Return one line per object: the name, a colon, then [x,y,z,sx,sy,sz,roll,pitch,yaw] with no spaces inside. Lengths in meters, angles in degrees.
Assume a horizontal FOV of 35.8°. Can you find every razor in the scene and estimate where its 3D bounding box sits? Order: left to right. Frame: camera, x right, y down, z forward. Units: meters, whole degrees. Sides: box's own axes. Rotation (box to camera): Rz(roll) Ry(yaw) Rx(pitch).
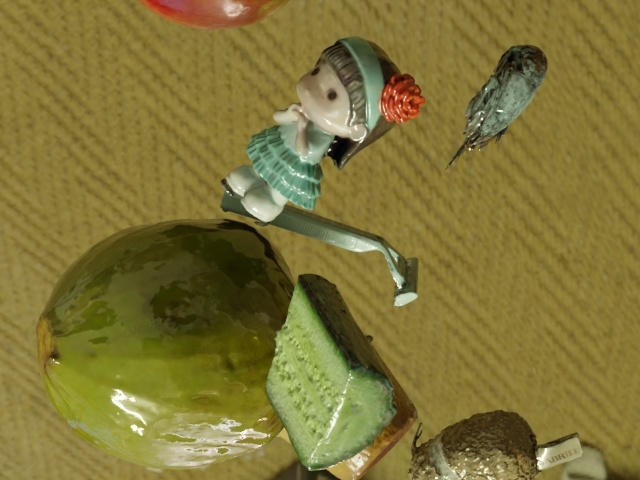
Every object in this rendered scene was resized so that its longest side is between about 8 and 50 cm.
razor: [0.003,-0.009,1.290,0.278,0.111,0.056,25,114,-5]

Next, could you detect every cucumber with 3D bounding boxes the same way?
cucumber: [0.008,0.106,0.792,0.062,0.115,0.116,2,126,-28]

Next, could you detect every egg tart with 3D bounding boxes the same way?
egg tart: [0.041,0.258,1.505,0.171,0.215,0.215,44,118,13]

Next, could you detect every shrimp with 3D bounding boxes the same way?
shrimp: [0.258,-0.199,1.491,0.233,0.079,0.090,-52,146,-1]

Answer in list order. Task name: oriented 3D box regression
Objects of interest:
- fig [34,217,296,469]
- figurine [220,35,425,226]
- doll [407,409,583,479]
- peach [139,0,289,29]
fig: [-0.189,0.123,1.229,0.343,0.343,0.343,2,120,4]
figurine: [0.002,-0.117,1.122,0.245,0.110,0.138,-45,65,18]
doll: [0.210,0.269,1.226,0.221,0.105,0.114,-17,83,30]
peach: [-0.173,-0.506,1.493,0.388,0.388,0.388,2,120,4]
